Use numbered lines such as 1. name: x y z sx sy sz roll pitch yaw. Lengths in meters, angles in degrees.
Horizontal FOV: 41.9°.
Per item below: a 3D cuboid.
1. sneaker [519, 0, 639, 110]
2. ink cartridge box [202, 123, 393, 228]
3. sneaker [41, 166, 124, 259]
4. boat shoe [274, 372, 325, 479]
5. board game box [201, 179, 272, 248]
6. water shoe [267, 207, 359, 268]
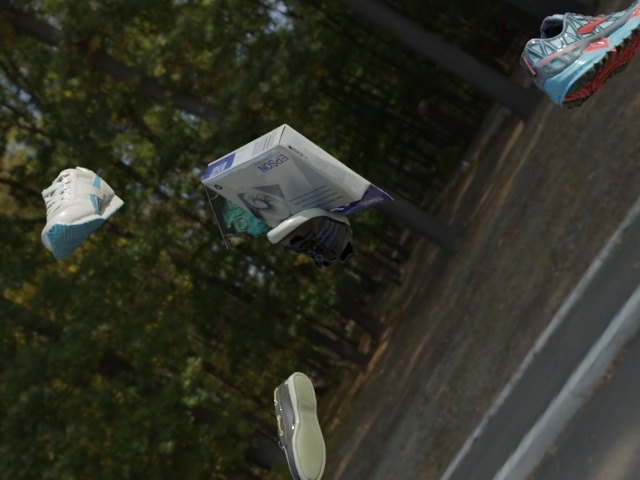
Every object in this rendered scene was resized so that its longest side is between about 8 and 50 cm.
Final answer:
1. sneaker: 0.379 -0.292 1.179 0.262 0.125 0.104 -37 -22 -34
2. ink cartridge box: -0.039 -0.077 1.311 0.223 0.224 0.045 -19 48 51
3. sneaker: -0.351 -0.043 1.171 0.087 0.092 0.229 -41 11 7
4. boat shoe: -0.045 0.367 1.597 0.068 0.081 0.228 -35 43 30
5. board game box: -0.202 -0.084 2.039 0.126 0.186 0.026 -24 28 -13
6. water shoe: 0.000 0.000 1.257 0.073 0.080 0.203 -34 -14 28
